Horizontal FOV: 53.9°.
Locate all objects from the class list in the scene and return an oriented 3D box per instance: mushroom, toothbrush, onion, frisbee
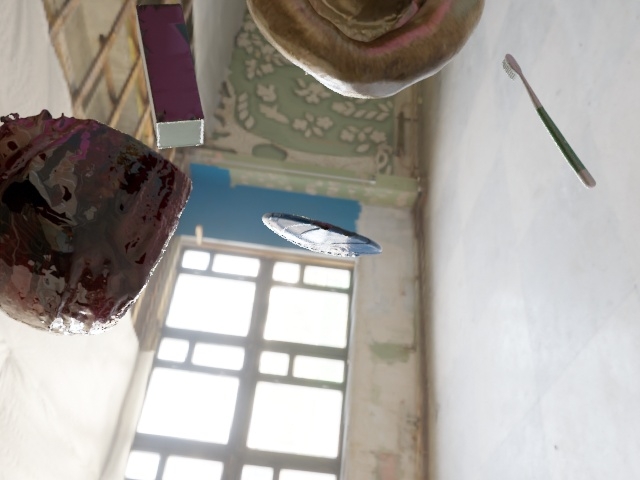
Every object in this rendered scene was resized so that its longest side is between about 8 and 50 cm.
[{"bbox_3d":[0.064,-0.233,0.698,0.156,0.285,0.151,117,143,-63],"label":"mushroom"},{"bbox_3d":[0.342,-0.183,0.953,0.257,0.018,0.024,65,156,23],"label":"toothbrush"},{"bbox_3d":[-0.333,0.006,0.778,0.314,0.280,0.146,-51,35,20],"label":"onion"},{"bbox_3d":[0.000,0.000,1.218,0.242,0.242,0.045,116,171,-83],"label":"frisbee"}]

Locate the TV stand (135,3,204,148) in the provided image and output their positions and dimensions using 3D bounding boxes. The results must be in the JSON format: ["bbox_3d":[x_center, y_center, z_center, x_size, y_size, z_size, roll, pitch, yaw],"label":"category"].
[{"bbox_3d":[-0.274,-0.303,1.146,0.083,0.088,0.270,116,142,-61],"label":"TV stand"}]
